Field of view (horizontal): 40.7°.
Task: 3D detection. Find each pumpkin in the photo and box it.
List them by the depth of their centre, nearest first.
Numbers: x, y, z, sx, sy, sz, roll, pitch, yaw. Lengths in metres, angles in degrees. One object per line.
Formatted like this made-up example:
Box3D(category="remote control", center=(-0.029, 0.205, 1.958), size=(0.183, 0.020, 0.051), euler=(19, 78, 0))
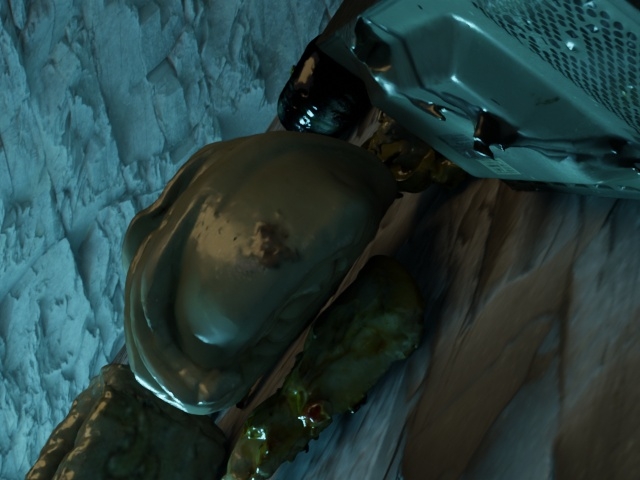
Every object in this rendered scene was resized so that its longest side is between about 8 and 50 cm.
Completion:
Box3D(category="pumpkin", center=(0.012, -0.302, 1.719), size=(0.233, 0.163, 0.233), euler=(-54, 10, 15))

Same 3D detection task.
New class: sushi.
Box3D(category="sushi", center=(0.131, -0.132, 0.919), size=(0.291, 0.131, 0.139), euler=(-31, 24, 47))

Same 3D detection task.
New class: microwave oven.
Box3D(category="microwave oven", center=(0.204, -0.206, 0.574), size=(0.374, 0.236, 0.432), euler=(-58, 12, -2))

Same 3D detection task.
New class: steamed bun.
Box3D(category="steamed bun", center=(-0.090, 0.010, 0.898), size=(0.309, 0.219, 0.324), euler=(-53, -6, 22))

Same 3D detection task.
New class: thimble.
Box3D(category="thimble", center=(-0.264, 0.315, 1.134), size=(0.291, 0.195, 0.291), euler=(-48, 18, 21))

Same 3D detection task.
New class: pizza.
Box3D(category="pizza", center=(-0.004, 0.137, 0.879), size=(0.297, 0.071, 0.189), euler=(-52, 14, 20))

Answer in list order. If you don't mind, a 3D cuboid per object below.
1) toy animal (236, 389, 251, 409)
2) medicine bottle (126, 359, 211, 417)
Box3D(category="toy animal", center=(-0.075, 0.121, 1.185), size=(0.218, 0.103, 0.101), euler=(-49, 37, 12))
Box3D(category="medicine bottle", center=(-0.237, 0.208, 1.394), size=(0.152, 0.152, 0.254), euler=(-53, 14, 17))
